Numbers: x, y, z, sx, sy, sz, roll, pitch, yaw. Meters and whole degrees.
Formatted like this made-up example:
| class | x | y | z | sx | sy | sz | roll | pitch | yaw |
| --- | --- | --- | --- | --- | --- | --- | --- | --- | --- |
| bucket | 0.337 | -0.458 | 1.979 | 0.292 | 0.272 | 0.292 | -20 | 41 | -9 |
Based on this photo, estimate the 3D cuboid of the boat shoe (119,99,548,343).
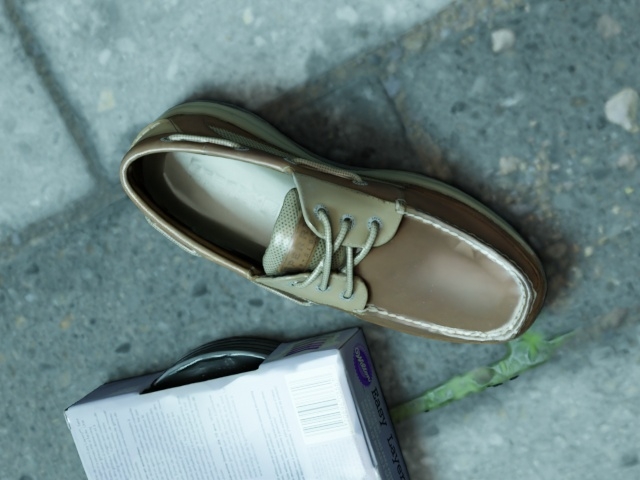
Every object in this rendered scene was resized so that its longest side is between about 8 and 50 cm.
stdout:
| class | x | y | z | sx | sy | sz | roll | pitch | yaw |
| --- | --- | --- | --- | --- | --- | --- | --- | --- | --- |
| boat shoe | 0.000 | 0.000 | 1.024 | 0.324 | 0.116 | 0.123 | 20 | 110 | 14 |

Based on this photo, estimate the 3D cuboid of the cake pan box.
| class | x | y | z | sx | sy | sz | roll | pitch | yaw |
| --- | --- | --- | --- | --- | --- | --- | --- | --- | --- |
| cake pan box | -0.050 | 0.212 | 1.126 | 0.246 | 0.070 | 0.266 | -16 | 98 | 20 |
